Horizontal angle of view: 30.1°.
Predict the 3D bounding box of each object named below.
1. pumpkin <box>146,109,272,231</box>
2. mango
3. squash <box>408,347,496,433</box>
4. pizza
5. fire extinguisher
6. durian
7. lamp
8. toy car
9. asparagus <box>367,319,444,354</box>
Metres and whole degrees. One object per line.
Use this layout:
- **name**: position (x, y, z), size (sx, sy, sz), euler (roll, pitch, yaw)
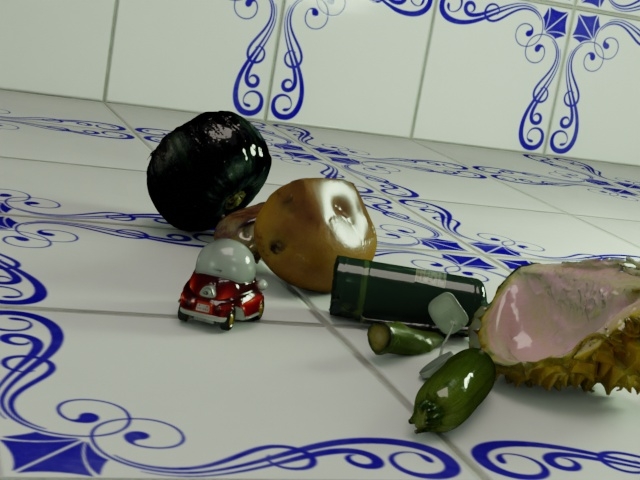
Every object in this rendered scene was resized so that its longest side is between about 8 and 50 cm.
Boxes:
- **pumpkin**: position (-0.195, -0.121, 2.077), size (0.163, 0.233, 0.233), euler (54, 29, 15)
- **mango**: position (0.000, 0.000, 1.853), size (0.136, 0.166, 0.236), euler (-19, -11, 40)
- **squash**: position (0.165, 0.174, 1.415), size (0.069, 0.069, 0.258), euler (14, 13, 17)
- **pizza**: position (-0.099, -0.014, 1.997), size (0.161, 0.086, 0.305), euler (-11, 8, 8)
- **fire extinguisher**: position (0.161, 0.091, 1.733), size (0.294, 0.093, 0.118), euler (10, 27, -3)
- **durian**: position (0.304, 0.129, 1.562), size (0.195, 0.186, 0.305), euler (-26, 25, -38)
- **lamp**: position (0.158, 0.128, 1.591), size (0.050, 0.056, 0.198), euler (-33, 6, 20)
- **toy car**: position (-0.133, 0.053, 1.613), size (0.112, 0.112, 0.139), euler (13, 12, 12)
- **asparagus**: position (0.118, 0.136, 1.615), size (0.178, 0.041, 0.045), euler (15, 37, -58)
